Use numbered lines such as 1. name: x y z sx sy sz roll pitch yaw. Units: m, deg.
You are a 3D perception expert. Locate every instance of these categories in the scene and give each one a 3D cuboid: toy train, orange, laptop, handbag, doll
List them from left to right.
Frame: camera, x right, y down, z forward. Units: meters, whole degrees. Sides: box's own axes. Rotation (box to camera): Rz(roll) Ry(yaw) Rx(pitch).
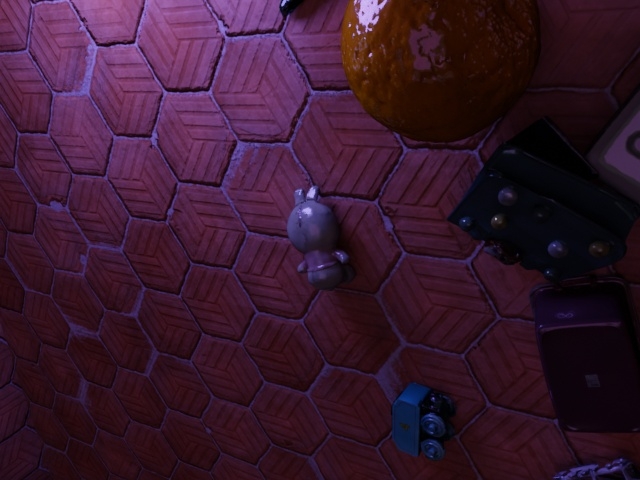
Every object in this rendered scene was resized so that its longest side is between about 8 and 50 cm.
1. doll: -0.005 0.008 1.200 0.155 0.113 0.275 -11 106 34
2. toy train: 0.263 0.466 1.261 0.154 0.107 0.198 11 116 32
3. orange: 0.192 -0.334 0.832 0.293 0.340 0.341 -3 111 54
4. handbag: 0.389 -0.026 0.899 0.268 0.100 0.274 30 161 6
5. laptop: 0.405 -0.146 0.889 0.016 0.197 0.135 -41 87 -1

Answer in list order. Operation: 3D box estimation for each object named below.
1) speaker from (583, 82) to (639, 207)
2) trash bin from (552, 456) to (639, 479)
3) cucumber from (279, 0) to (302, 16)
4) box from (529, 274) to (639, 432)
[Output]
1. speaker: 0.604 -0.230 0.748 0.184 0.183 0.406 38 123 15
2. trash bin: 0.627 0.682 1.000 0.256 0.367 0.296 -31 94 34
3. cucumber: 0.000 -0.555 1.006 0.256 0.043 0.044 -30 90 34
4. box: 0.540 0.232 0.980 0.193 0.167 0.294 -13 104 29
